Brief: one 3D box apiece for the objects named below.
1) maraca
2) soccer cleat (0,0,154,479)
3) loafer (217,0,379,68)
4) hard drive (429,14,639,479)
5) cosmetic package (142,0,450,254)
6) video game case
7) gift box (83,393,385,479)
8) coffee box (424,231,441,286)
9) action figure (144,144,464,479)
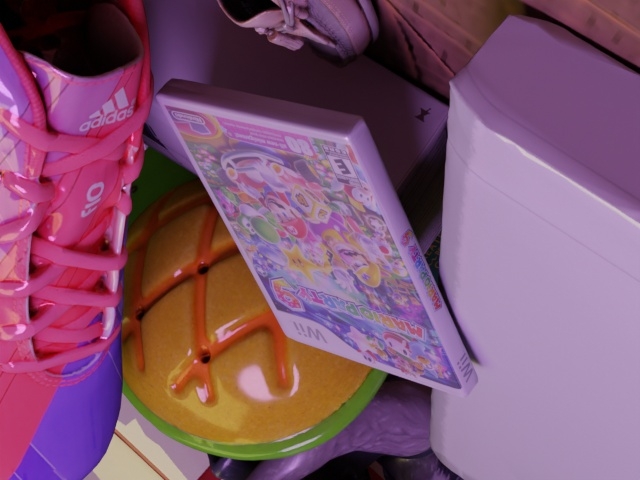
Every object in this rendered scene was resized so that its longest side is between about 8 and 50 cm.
[{"bbox_3d":[-0.047,0.020,0.670,0.186,0.127,0.099,29,167,30],"label":"maraca"},{"bbox_3d":[-0.104,-0.027,0.518,0.116,0.108,0.318,14,128,29],"label":"soccer cleat"},{"bbox_3d":[-0.024,-0.084,0.458,0.045,0.039,0.125,28,168,35],"label":"loafer"},{"bbox_3d":[0.128,0.068,0.515,0.203,0.040,0.307,35,161,17],"label":"hard drive"},{"bbox_3d":[-0.060,-0.071,0.596,0.239,0.060,0.099,33,170,16],"label":"cosmetic package"},{"bbox_3d":[0.000,0.000,0.522,0.087,0.011,0.122,15,144,40],"label":"video game case"},{"bbox_3d":[-0.042,0.196,1.120,0.276,0.258,0.255,39,-155,2],"label":"gift box"},{"bbox_3d":[0.118,0.066,0.669,0.184,0.040,0.113,30,162,32],"label":"coffee box"},{"bbox_3d":[-0.005,0.079,0.838,0.330,0.178,0.341,36,-163,-38],"label":"action figure"}]
